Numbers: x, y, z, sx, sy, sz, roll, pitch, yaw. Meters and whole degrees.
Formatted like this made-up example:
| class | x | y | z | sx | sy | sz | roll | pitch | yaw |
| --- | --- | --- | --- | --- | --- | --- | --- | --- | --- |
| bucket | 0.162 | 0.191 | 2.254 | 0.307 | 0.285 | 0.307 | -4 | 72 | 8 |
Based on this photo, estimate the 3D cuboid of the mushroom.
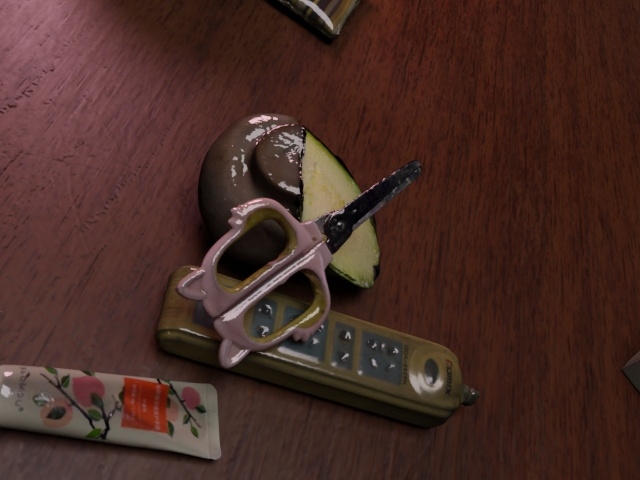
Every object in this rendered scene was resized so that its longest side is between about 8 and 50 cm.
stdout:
| class | x | y | z | sx | sy | sz | roll | pitch | yaw |
| --- | --- | --- | --- | --- | --- | --- | --- | --- | --- |
| mushroom | -0.081 | -0.059 | 0.784 | 0.117 | 0.141 | 0.188 | 2 | 62 | -8 |

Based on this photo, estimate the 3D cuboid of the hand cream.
| class | x | y | z | sx | sy | sz | roll | pitch | yaw |
| --- | --- | --- | --- | --- | --- | --- | --- | --- | --- |
| hand cream | -0.198 | 0.152 | 0.624 | 0.233 | 0.050 | 0.080 | 15 | 46 | -29 |

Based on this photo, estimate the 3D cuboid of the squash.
| class | x | y | z | sx | sy | sz | roll | pitch | yaw |
| --- | --- | --- | --- | --- | --- | --- | --- | --- | --- |
| squash | -0.002 | -0.016 | 0.852 | 0.184 | 0.085 | 0.192 | 45 | 34 | -40 |

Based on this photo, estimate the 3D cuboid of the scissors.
| class | x | y | z | sx | sy | sz | roll | pitch | yaw |
| --- | --- | --- | --- | --- | --- | --- | --- | --- | --- |
| scissors | 0.000 | 0.000 | 0.718 | 0.317 | 0.024 | 0.160 | -36 | 109 | -27 |

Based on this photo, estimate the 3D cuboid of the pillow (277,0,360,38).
| class | x | y | z | sx | sy | sz | roll | pitch | yaw |
| --- | --- | --- | --- | --- | --- | --- | --- | --- | --- |
| pillow | -0.025 | -0.449 | 1.149 | 0.212 | 0.052 | 0.208 | 32 | 51 | -6 |

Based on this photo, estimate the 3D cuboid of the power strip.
| class | x | y | z | sx | sy | sz | roll | pitch | yaw |
| --- | --- | --- | --- | --- | --- | --- | --- | --- | --- |
| power strip | 0.014 | 0.125 | 0.755 | 0.387 | 0.066 | 0.092 | 20 | 52 | -18 |

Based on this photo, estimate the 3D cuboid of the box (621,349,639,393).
| class | x | y | z | sx | sy | sz | roll | pitch | yaw |
| --- | --- | --- | --- | --- | --- | --- | --- | --- | --- |
| box | 0.605 | 0.213 | 1.012 | 0.225 | 0.117 | 0.225 | -23 | 72 | -40 |
